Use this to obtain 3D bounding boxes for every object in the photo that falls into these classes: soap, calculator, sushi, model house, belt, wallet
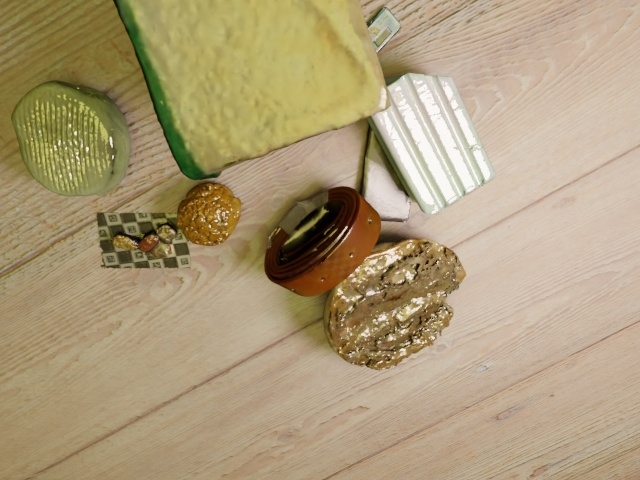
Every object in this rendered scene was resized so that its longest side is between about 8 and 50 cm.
[{"bbox_3d":[0.219,-0.210,0.925,0.173,0.095,0.289,-33,113,5],"label":"soap"},{"bbox_3d":[0.086,-0.388,0.906,0.172,0.018,0.057,-45,112,10],"label":"calculator"},{"bbox_3d":[-0.396,0.007,0.996,0.201,0.031,0.139,-1,112,-7],"label":"sushi"},{"bbox_3d":[-0.103,-0.347,0.734,0.334,0.342,0.382,-18,111,9],"label":"model house"},{"bbox_3d":[0.000,0.000,0.959,0.261,0.184,0.105,-38,135,18],"label":"belt"},{"bbox_3d":[0.154,-0.159,1.001,0.124,0.025,0.244,1,112,-10],"label":"wallet"}]

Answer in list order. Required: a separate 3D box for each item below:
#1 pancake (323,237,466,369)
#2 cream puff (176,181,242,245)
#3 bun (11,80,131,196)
[{"bbox_3d":[0.182,0.158,1.064,0.382,0.071,0.382,-13,125,-19],"label":"pancake"},{"bbox_3d":[-0.238,-0.050,0.954,0.126,0.103,0.144,36,109,-20],"label":"cream puff"},{"bbox_3d":[-0.466,-0.197,0.865,0.221,0.108,0.221,1,113,1],"label":"bun"}]
